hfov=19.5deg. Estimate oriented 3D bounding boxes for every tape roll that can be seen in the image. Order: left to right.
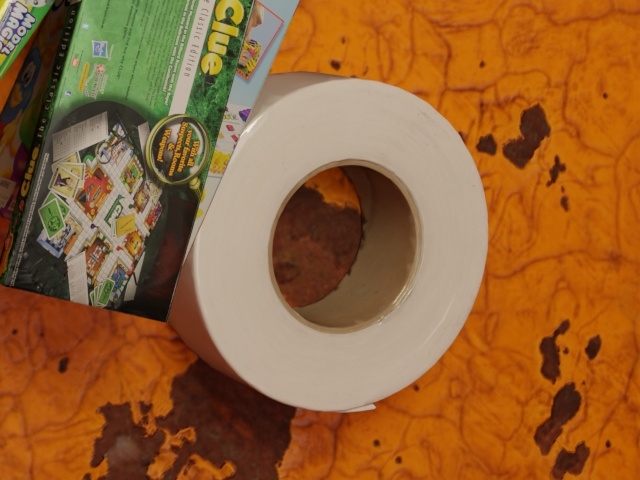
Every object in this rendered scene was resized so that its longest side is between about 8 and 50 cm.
[{"bbox_3d":[0.000,0.000,1.589,0.286,0.100,0.286,-5,101,-29],"label":"tape roll"}]

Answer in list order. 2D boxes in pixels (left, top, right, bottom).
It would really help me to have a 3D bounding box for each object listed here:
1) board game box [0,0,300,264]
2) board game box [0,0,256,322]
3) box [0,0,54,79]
[{"bbox_3d":[-0.145,-0.122,1.462,0.144,0.142,0.275,26,87,-28],"label":"board game box"},{"bbox_3d":[-0.142,-0.079,1.374,0.136,0.030,0.260,15,92,-26],"label":"board game box"},{"bbox_3d":[-0.252,-0.166,1.417,0.043,0.105,0.179,40,80,-27],"label":"box"}]
